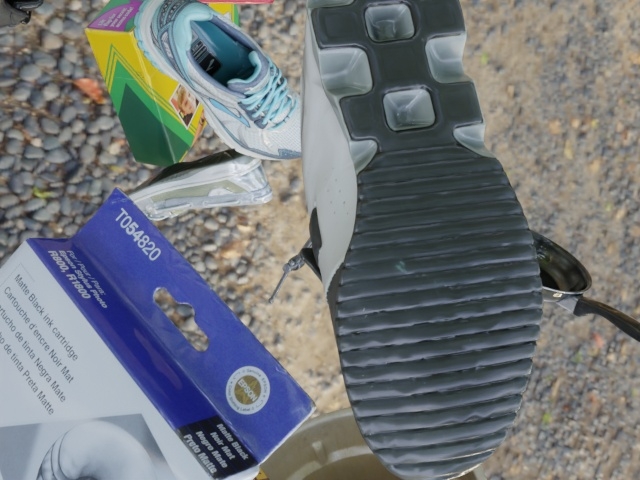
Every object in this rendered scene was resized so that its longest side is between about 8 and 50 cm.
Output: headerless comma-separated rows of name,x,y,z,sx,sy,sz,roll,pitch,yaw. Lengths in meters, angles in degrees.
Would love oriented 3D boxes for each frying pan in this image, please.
frying pan,0.342,0.058,1.160,0.197,0.326,0.053,-28,144,-58

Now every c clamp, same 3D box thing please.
c clamp,0.000,0.000,1.063,0.161,0.022,0.137,-34,161,-53

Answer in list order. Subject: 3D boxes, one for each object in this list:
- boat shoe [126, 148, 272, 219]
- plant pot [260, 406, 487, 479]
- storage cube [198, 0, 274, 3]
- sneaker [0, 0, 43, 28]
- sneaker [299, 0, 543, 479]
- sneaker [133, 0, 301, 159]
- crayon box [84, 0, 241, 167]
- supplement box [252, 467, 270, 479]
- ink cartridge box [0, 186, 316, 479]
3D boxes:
boat shoe,-0.233,-0.086,1.503,0.103,0.320,0.118,66,30,-18
plant pot,0.071,0.444,1.080,0.334,0.334,0.305,-39,132,-29
storage cube,-0.166,-0.459,1.160,0.215,0.183,0.193,-8,132,-31
sneaker,-0.318,-0.217,0.731,0.130,0.286,0.109,-3,95,-29
sneaker,0.049,-0.016,0.532,0.123,0.146,0.330,-2,75,-10
sneaker,-0.093,-0.180,0.990,0.283,0.122,0.110,36,81,-36
crayon box,-0.277,-0.377,1.605,0.313,0.106,0.363,81,26,-48
supplement box,-0.137,0.269,0.883,0.081,0.104,0.188,-47,156,11
ink cartridge box,-0.152,0.107,0.529,0.224,0.223,0.045,-48,156,4
